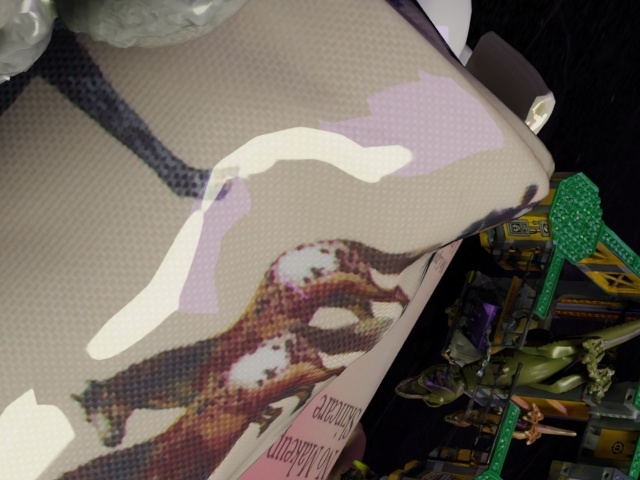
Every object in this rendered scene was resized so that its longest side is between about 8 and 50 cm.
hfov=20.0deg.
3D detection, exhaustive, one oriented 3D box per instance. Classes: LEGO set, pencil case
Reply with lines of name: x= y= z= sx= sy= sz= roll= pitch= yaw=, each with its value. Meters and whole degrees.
LEGO set: x=0.113 y=0.112 z=1.305 sx=0.255 sy=0.192 sz=0.331 roll=26 pitch=72 yaw=-44
pencil case: x=-0.110 y=0.069 z=0.481 sx=0.410 sy=0.160 sz=0.183 roll=-50 pitch=140 yaw=0

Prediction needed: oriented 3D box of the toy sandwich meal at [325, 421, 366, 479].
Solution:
toy sandwich meal: x=0.001 y=0.158 z=1.254 sx=0.085 sy=0.029 sz=0.086 roll=-50 pitch=155 yaw=-34

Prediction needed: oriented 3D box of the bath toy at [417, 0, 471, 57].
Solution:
bath toy: x=-0.067 y=0.025 z=0.633 sx=0.348 sy=0.151 sz=0.129 roll=-57 pitch=156 yaw=0

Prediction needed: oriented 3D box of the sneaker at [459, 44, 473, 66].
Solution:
sneaker: x=0.000 y=0.000 z=0.900 sx=0.240 sy=0.091 sz=0.126 roll=-62 pitch=162 yaw=7

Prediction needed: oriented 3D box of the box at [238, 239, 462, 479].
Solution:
box: x=-0.050 y=0.042 z=0.768 sx=0.232 sy=0.126 sz=0.148 roll=-61 pitch=163 yaw=-2

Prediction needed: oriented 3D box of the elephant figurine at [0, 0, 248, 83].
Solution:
elephant figurine: x=-0.102 y=-0.146 z=0.319 sx=0.239 sy=0.186 sz=0.169 roll=42 pitch=40 yaw=-47
